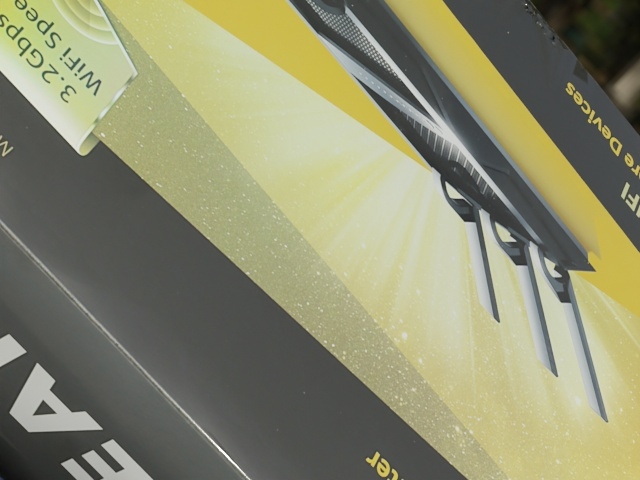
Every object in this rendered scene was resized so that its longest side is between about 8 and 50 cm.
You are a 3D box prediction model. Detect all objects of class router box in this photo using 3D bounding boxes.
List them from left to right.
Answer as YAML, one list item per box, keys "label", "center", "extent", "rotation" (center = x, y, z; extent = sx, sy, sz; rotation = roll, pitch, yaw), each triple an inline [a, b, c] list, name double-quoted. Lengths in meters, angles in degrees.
- label: "router box"
  center: [0.000, 0.000, 0.580]
  extent: [0.309, 0.081, 0.243]
  rotation: [48, 43, -16]

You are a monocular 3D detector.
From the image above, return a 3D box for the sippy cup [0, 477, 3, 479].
- label: "sippy cup"
  center: [-0.148, 0.176, 0.713]
  extent: [0.224, 0.240, 0.305]
  rotation: [30, -42, 49]
